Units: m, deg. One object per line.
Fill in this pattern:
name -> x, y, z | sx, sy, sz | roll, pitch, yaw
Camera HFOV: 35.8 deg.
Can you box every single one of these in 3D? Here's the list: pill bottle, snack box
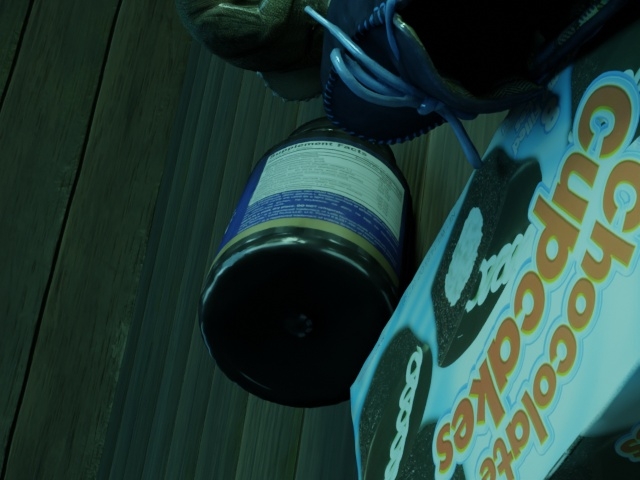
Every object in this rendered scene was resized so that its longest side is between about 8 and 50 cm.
pill bottle -> 0.000, 0.000, 0.665 | 0.219, 0.123, 0.122 | -76, 8, -60
snack box -> 0.103, 0.030, 0.425 | 0.187, 0.060, 0.322 | -95, 25, -52

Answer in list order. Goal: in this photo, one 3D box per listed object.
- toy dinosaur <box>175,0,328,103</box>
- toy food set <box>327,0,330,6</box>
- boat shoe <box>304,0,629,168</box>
toy dinosaur -> -0.053, -0.211, 0.928 | 0.160, 0.313, 0.121 | -38, 62, 29
toy food set -> 0.021, -0.366, 1.106 | 0.132, 0.039, 0.192 | 125, 154, -52
boat shoe -> 0.055, -0.095, 0.415 | 0.258, 0.109, 0.089 | 129, 153, -65
